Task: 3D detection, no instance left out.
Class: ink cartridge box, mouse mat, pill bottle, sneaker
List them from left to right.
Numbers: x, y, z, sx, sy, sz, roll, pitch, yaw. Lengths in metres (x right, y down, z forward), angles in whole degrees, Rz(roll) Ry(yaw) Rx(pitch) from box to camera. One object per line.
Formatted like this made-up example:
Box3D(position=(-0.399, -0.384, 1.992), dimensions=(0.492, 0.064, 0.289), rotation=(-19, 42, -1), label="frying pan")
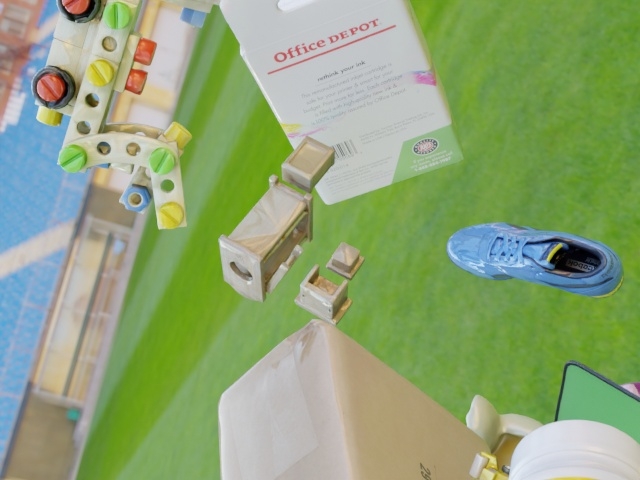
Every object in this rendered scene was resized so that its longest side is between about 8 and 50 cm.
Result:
Box3D(position=(0.031, -0.226, 1.269), dimensions=(0.119, 0.207, 0.353), rotation=(-96, -17, -44), label="ink cartridge box")
Box3D(position=(0.233, 0.012, 1.125), dimensions=(0.082, 0.209, 0.069), rotation=(33, -108, -58), label="sneaker")
Box3D(position=(0.165, 0.221, 0.638), dimensions=(0.208, 0.119, 0.119), rotation=(-69, 3, -54), label="pill bottle")
Box3D(position=(0.263, 0.207, 0.873), dimensions=(0.152, 0.007, 0.190), rotation=(32, 136, 37), label="mouse mat")

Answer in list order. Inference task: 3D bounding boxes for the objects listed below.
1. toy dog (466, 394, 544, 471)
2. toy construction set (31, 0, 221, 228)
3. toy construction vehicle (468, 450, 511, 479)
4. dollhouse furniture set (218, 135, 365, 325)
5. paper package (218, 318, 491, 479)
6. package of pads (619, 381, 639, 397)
Box3D(position=(0.418, 0.425, 1.482), dimensions=(0.395, 0.407, 0.285), rotation=(53, -133, -64), label="toy dog")
Box3D(position=(-0.208, -0.193, 1.166), dimensions=(0.151, 0.215, 0.328), rotation=(-160, 89, -83), label="toy construction set")
Box3D(position=(0.174, 0.245, 0.922), dimensions=(0.086, 0.098, 0.035), rotation=(-66, -17, 11), label="toy construction vehicle")
Box3D(position=(0.000, 0.000, 1.189), dimensions=(0.182, 0.160, 0.101), rotation=(-51, -20, -28), label="dollhouse furniture set")
Box3D(position=(0.061, 0.297, 0.993), dimensions=(0.168, 0.309, 0.325), rotation=(-37, 35, 21), label="paper package")
Box3D(position=(0.346, 0.195, 1.090), dimensions=(0.032, 0.050, 0.083), rotation=(-25, 74, 38), label="package of pads")
